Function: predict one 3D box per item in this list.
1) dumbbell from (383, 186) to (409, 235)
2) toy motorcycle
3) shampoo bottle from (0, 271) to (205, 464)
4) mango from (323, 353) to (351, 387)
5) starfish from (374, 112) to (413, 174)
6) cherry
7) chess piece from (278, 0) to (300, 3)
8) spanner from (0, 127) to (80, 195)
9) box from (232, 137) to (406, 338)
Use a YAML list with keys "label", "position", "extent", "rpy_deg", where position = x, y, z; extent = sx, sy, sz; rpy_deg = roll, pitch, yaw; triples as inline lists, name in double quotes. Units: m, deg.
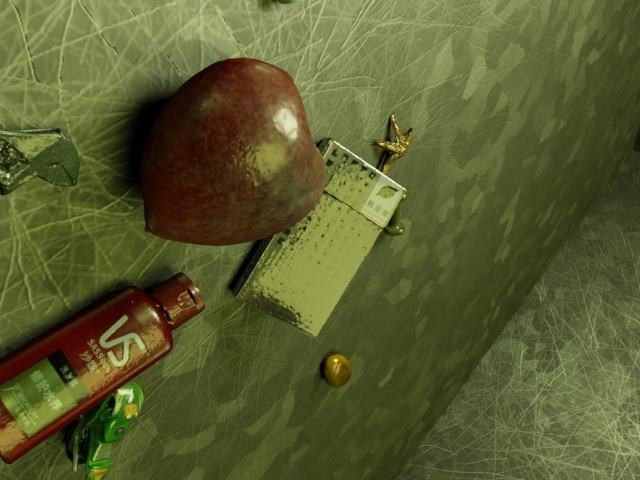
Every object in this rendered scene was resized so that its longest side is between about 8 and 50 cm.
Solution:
- label: "dumbbell"
  position: [0.172, -0.067, 1.172]
  extent: [0.046, 0.052, 0.118]
  rpy_deg: [-88, 179, -52]
- label: "toy motorcycle"
  position: [-0.318, 0.260, 0.761]
  extent: [0.074, 0.106, 0.190]
  rpy_deg: [18, 100, -55]
- label: "shampoo bottle"
  position: [-0.305, 0.154, 0.702]
  extent: [0.314, 0.076, 0.118]
  rpy_deg: [-34, 96, -31]
- label: "mango"
  position: [0.041, 0.333, 1.319]
  extent: [0.079, 0.057, 0.114]
  rpy_deg: [-43, 135, -15]
- label: "starfish"
  position: [0.166, -0.202, 1.068]
  extent: [0.130, 0.041, 0.133]
  rpy_deg: [-38, 141, -29]
- label: "cherry"
  position: [-0.117, -0.105, 0.663]
  extent: [0.239, 0.206, 0.239]
  rpy_deg: [-10, 145, -7]
- label: "chess piece"
  position: [-0.044, -0.367, 0.679]
  extent: [0.042, 0.042, 0.093]
  rpy_deg: [-34, 133, -31]
- label: "spanner"
  position: [-0.365, -0.123, 0.475]
  extent: [0.093, 0.026, 0.325]
  rpy_deg: [-57, 145, -3]
- label: "box"
  position: [-0.001, -0.001, 0.933]
  extent: [0.180, 0.047, 0.325]
  rpy_deg: [31, 92, -21]
